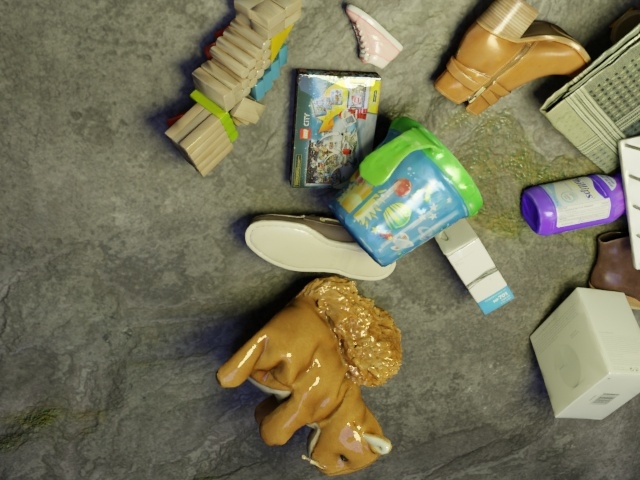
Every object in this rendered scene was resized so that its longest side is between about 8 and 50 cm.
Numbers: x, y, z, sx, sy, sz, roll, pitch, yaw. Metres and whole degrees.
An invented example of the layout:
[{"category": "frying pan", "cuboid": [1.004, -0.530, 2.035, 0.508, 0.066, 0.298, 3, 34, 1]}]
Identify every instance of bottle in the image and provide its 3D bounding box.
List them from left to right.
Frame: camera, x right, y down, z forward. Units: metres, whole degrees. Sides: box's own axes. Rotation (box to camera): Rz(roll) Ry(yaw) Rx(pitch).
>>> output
[{"category": "bottle", "cuboid": [0.588, -0.087, 1.366, 0.283, 0.118, 0.092, -11, 127, -2]}]

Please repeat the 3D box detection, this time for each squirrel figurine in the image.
[{"category": "squirrel figurine", "cuboid": [0.030, 0.294, 1.365, 0.397, 0.281, 0.370, -43, 87, -13]}]

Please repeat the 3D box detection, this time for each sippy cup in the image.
[{"category": "sippy cup", "cuboid": [0.147, -0.078, 1.209, 0.224, 0.240, 0.305, -41, 120, 0]}]

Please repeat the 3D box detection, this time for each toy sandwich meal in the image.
[{"category": "toy sandwich meal", "cuboid": [0.606, -0.417, 1.236, 0.086, 0.029, 0.085, -4, 131, -5]}]

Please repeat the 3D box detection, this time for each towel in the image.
[{"category": "towel", "cuboid": [0.622, -0.289, 1.230, 0.312, 0.056, 0.324, -38, 139, 27]}]

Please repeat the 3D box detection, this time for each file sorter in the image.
[{"category": "file sorter", "cuboid": [0.720, -0.073, 1.222, 0.193, 0.173, 0.277, -12, 102, 8]}]

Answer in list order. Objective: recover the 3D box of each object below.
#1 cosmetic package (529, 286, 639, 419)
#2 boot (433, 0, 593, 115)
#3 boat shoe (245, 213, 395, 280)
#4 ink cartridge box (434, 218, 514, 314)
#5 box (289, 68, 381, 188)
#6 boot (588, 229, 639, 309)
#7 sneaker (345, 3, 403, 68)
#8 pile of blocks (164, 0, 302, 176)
[{"category": "cosmetic package", "cuboid": [0.629, 0.267, 1.478, 0.138, 0.224, 0.224, 6, 140, -14]}, {"category": "boot", "cuboid": [0.377, -0.318, 1.215, 0.284, 0.109, 0.220, 20, 122, -31]}, {"category": "boat shoe", "cuboid": [0.000, 0.000, 1.335, 0.325, 0.096, 0.116, 12, 128, -14]}, {"category": "ink cartridge box", "cuboid": [0.330, 0.046, 1.388, 0.082, 0.139, 0.190, -31, 119, 10]}, {"category": "box", "cuboid": [0.025, -0.215, 1.246, 0.159, 0.044, 0.232, 1, 119, -10]}, {"category": "boot", "cuboid": [0.767, 0.066, 1.498, 0.249, 0.090, 0.206, -7, 122, -1]}, {"category": "sneaker", "cuboid": [0.084, -0.369, 1.165, 0.134, 0.051, 0.070, 33, 104, -28]}, {"category": "pile of blocks", "cuboid": [-0.165, -0.298, 1.151, 0.113, 0.149, 0.362, 39, 101, 19]}]
